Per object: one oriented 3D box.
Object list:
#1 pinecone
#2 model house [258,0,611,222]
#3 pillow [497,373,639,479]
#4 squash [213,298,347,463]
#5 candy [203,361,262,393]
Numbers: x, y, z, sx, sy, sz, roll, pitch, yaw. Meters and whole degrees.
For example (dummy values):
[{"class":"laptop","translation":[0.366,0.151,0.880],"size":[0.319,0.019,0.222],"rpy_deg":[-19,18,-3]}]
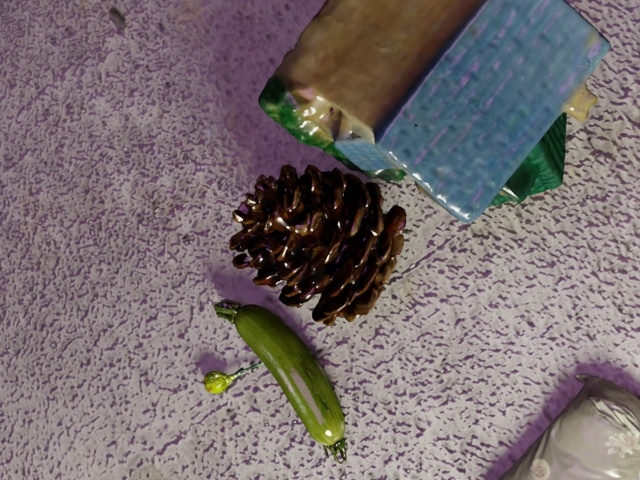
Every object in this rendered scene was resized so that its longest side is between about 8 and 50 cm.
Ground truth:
[{"class":"pinecone","translation":[0.000,0.000,1.570],"size":[0.224,0.272,0.224],"rpy_deg":[-30,42,32]},{"class":"model house","translation":[0.189,-0.177,1.470],"size":[0.343,0.382,0.334],"rpy_deg":[39,94,25]},{"class":"pillow","translation":[0.354,0.313,1.475],"size":[0.169,0.059,0.255],"rpy_deg":[40,92,20]},{"class":"squash","translation":[-0.045,0.195,1.638],"size":[0.080,0.071,0.318],"rpy_deg":[-37,70,-8]},{"class":"candy","translation":[-0.127,0.206,1.692],"size":[0.123,0.035,0.035],"rpy_deg":[-24,54,6]}]
